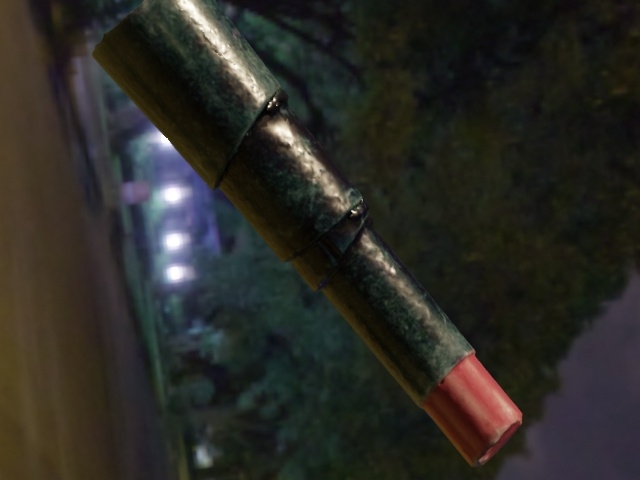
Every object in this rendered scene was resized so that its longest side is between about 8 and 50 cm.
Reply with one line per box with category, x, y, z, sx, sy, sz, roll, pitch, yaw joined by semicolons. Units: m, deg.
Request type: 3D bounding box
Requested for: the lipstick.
lipstick;0.000;0.000;0.548;0.234;0.053;0.053;52;-7;-5
